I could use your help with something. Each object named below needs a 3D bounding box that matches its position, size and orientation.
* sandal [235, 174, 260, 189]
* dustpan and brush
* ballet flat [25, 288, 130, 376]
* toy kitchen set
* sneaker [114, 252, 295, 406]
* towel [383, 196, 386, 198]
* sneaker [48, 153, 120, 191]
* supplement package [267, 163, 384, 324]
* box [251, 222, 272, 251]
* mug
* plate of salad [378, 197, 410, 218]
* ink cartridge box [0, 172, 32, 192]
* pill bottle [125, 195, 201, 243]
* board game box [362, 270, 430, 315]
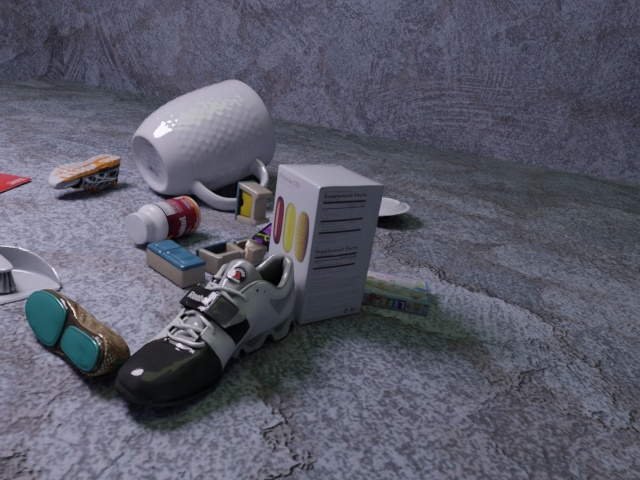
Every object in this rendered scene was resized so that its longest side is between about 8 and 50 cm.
[{"bbox_3d":[-0.216,-0.205,1.590,0.090,0.060,0.219,11,21,6],"label":"sandal"},{"bbox_3d":[-0.551,0.032,0.844,0.211,0.060,0.147,25,26,36],"label":"dustpan and brush"},{"bbox_3d":[-0.334,0.129,0.698,0.206,0.073,0.067,27,0,34],"label":"ballet flat"},{"bbox_3d":[-0.214,-0.028,0.984,0.122,0.166,0.207,24,26,35],"label":"toy kitchen set"},{"bbox_3d":[-0.147,0.102,0.713,0.122,0.146,0.330,20,25,24],"label":"sneaker"},{"bbox_3d":[0.186,-0.129,1.621,0.083,0.009,0.060,-3,24,-28],"label":"towel"},{"bbox_3d":[-0.601,-0.162,1.309,0.084,0.083,0.215,17,27,21],"label":"sneaker"},{"bbox_3d":[0.000,0.000,0.886,0.134,0.244,0.139,-6,25,-34],"label":"supplement package"},{"bbox_3d":[-0.062,0.003,1.156,0.162,0.029,0.116,14,22,11],"label":"box"},{"bbox_3d":[-0.304,-0.235,1.394,0.374,0.276,0.328,46,52,12],"label":"mug"},{"bbox_3d":[0.158,-0.087,1.453,0.199,0.048,0.200,-2,17,0],"label":"plate of salad"},{"bbox_3d":[-0.898,-0.158,1.197,0.261,0.066,0.296,8,21,2],"label":"ink cartridge box"},{"bbox_3d":[-0.338,-0.042,1.085,0.086,0.086,0.152,19,24,26],"label":"pill bottle"},{"bbox_3d":[0.134,0.098,0.990,0.154,0.026,0.103,11,21,6],"label":"board game box"}]
